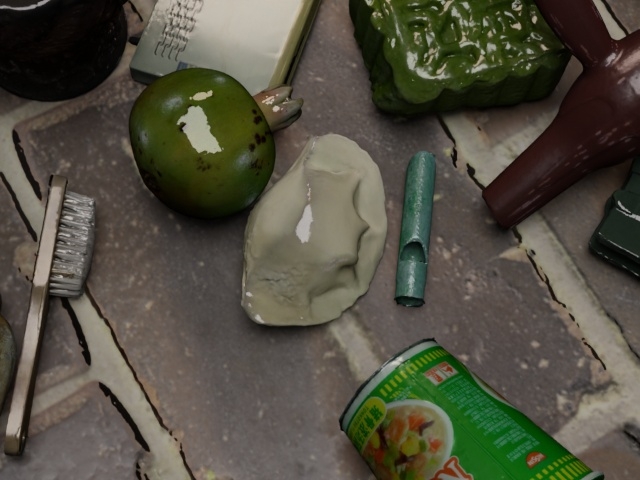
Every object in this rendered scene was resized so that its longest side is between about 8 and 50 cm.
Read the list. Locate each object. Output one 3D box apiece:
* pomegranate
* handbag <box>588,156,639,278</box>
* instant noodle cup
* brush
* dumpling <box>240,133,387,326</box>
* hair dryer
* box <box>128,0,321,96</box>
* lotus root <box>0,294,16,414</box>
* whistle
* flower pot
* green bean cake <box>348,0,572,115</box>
[{"bbox_3d":[-0.114,-0.123,1.566,0.209,0.180,0.180,-31,73,-16],"label":"pomegranate"},{"bbox_3d":[0.474,-0.034,1.604,0.260,0.079,0.247,30,70,10],"label":"handbag"},{"bbox_3d":[0.148,0.235,1.441,0.207,0.207,0.233,-38,66,-15],"label":"instant noodle cup"},{"bbox_3d":[-0.303,0.084,1.540,0.065,0.070,0.327,11,70,-9],"label":"brush"},{"bbox_3d":[-0.002,0.004,1.559,0.166,0.126,0.216,28,53,-20],"label":"dumpling"},{"bbox_3d":[0.252,-0.218,1.542,0.312,0.123,0.340,-36,106,8],"label":"hair dryer"},{"bbox_3d":[-0.109,-0.295,1.698,0.210,0.045,0.270,16,70,4],"label":"box"},{"bbox_3d":[-0.390,0.137,1.496,0.113,0.088,0.192,1,66,20],"label":"lotus root"},{"bbox_3d":[0.113,-0.015,1.603,0.039,0.039,0.186,7,69,1],"label":"whistle"},{"bbox_3d":[-0.331,-0.303,1.575,0.266,0.267,0.267,0,68,-1],"label":"flower pot"},{"bbox_3d":[0.163,-0.264,1.654,0.248,0.125,0.222,-17,71,-9],"label":"green bean cake"}]
